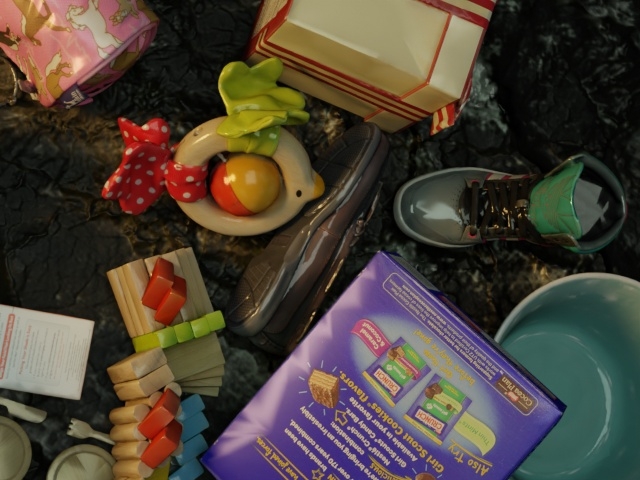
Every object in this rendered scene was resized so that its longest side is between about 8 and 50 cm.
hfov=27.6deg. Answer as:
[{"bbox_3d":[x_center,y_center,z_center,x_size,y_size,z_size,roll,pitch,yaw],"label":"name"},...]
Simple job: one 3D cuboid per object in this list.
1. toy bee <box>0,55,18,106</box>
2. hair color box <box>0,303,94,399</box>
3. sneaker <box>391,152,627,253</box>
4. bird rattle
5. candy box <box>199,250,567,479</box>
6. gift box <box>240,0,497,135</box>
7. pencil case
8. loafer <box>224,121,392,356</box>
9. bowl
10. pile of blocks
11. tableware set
[{"bbox_3d":[-0.446,-0.097,1.402,0.195,0.162,0.298,15,80,-13],"label":"toy bee"},{"bbox_3d":[-0.347,0.121,1.464,0.167,0.053,0.093,12,82,-17],"label":"hair color box"},{"bbox_3d":[0.250,-0.041,1.596,0.296,0.178,0.123,0,84,-17],"label":"sneaker"},{"bbox_3d":[-0.111,-0.079,1.495,0.253,0.143,0.207,-33,122,13],"label":"bird rattle"},{"bbox_3d":[0.069,0.215,1.443,0.268,0.122,0.317,43,96,14],"label":"candy box"},{"bbox_3d":[0.080,-0.271,1.527,0.258,0.276,0.255,21,83,-15],"label":"gift box"},{"bbox_3d":[-0.360,-0.324,1.455,0.167,0.160,0.386,-44,98,-23],"label":"pencil case"},{"bbox_3d":[0.000,0.000,1.569,0.095,0.109,0.302,38,80,-29],"label":"loafer"},{"bbox_3d":[0.307,0.199,1.595,0.312,0.163,0.311,2,84,-17],"label":"bowl"},{"bbox_3d":[-0.164,0.176,1.463,0.149,0.113,0.362,9,77,-26],"label":"pile of blocks"},{"bbox_3d":[-0.319,0.257,1.464,0.194,0.039,0.128,22,70,-16],"label":"tableware set"}]
